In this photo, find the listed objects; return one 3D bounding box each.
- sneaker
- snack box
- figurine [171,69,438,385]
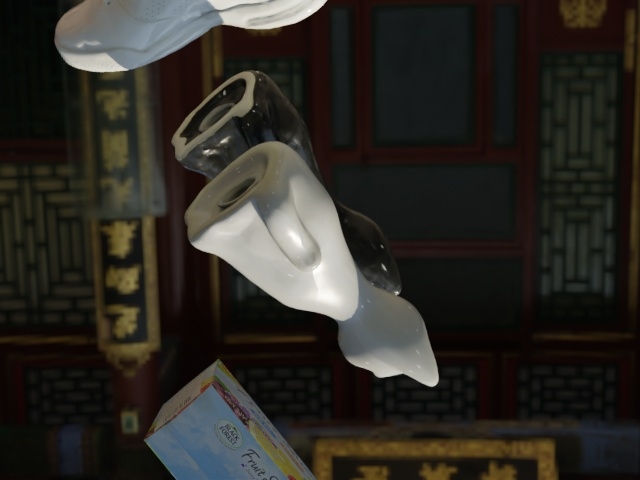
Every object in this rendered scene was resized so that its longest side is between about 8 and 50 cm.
[{"bbox_3d":[-0.099,-0.179,0.840,0.212,0.094,0.080,-12,-137,26],"label":"sneaker"},{"bbox_3d":[-0.052,0.185,0.987,0.070,0.174,0.207,-39,-178,-4],"label":"snack box"},{"bbox_3d":[0.000,0.000,0.928,0.092,0.209,0.215,-41,-153,12],"label":"figurine"}]
